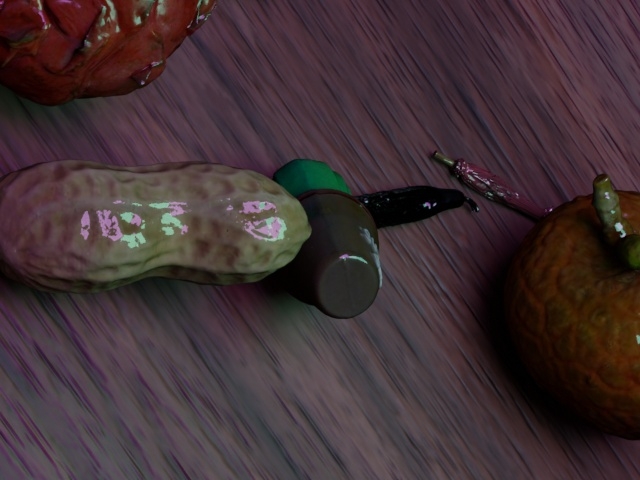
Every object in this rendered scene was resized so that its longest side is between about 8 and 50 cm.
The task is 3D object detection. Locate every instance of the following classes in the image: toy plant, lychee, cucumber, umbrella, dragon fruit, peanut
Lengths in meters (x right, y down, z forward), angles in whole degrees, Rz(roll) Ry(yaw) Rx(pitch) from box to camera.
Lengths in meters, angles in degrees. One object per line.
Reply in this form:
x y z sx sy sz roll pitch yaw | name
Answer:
0.000 0.000 1.838 0.105 0.200 0.142 -16 122 -6 | toy plant
0.309 0.063 1.935 0.255 0.300 0.255 3 40 -3 | lychee
0.096 -0.036 1.960 0.163 0.039 0.043 -12 104 -31 | cucumber
0.186 -0.054 2.028 0.165 0.025 0.027 28 42 -24 | umbrella
-0.219 -0.239 1.718 0.241 0.241 0.252 43 51 -14 | dragon fruit
-0.155 -0.012 1.714 0.298 0.136 0.120 -2 115 -13 | peanut
